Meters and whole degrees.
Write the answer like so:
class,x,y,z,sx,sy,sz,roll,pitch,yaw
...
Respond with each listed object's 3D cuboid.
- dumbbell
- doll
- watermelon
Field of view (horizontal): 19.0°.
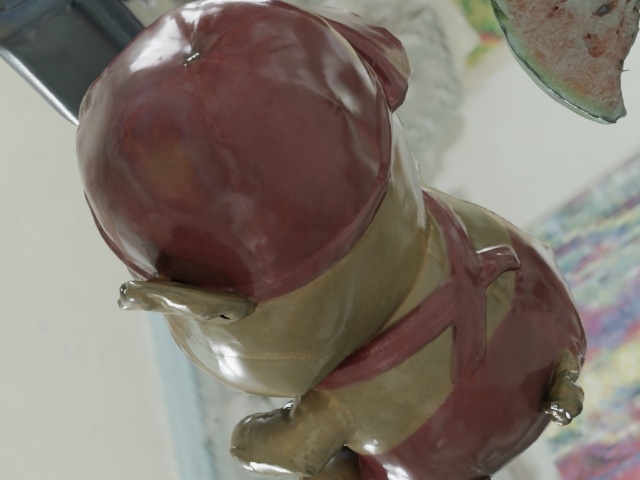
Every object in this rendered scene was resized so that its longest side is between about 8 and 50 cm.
class,x,y,z,sx,sy,sz,roll,pitch,yaw
dumbbell,-0.044,-0.200,1.032,0.156,0.316,0.143,45,-160,-41
doll,-0.003,0.002,0.806,0.256,0.152,0.196,47,-163,-36
watermelon,0.234,-0.182,1.710,0.187,0.139,0.071,55,169,18
